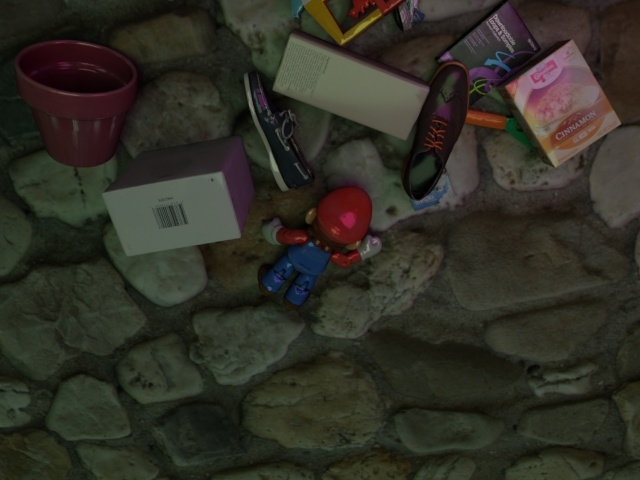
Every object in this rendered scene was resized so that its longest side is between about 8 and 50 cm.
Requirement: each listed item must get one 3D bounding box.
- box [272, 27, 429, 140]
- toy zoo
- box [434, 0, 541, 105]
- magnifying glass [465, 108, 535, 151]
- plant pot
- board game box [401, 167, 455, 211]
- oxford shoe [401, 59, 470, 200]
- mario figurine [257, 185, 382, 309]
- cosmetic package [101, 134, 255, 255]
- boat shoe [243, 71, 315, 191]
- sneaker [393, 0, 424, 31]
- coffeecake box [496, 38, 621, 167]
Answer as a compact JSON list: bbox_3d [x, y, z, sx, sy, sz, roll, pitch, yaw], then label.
[{"bbox_3d":[0.056,-0.295,1.039,0.274,0.094,0.113,20,115,-9],"label":"box"},{"bbox_3d":[0.068,-0.475,0.944,0.293,0.030,0.192,-32,93,21],"label":"toy zoo"},{"bbox_3d":[0.316,-0.352,1.040,0.162,0.029,0.116,-39,109,17],"label":"box"},{"bbox_3d":[0.392,-0.231,1.102,0.230,0.026,0.092,8,115,-5],"label":"magnifying glass"},{"bbox_3d":[-0.451,-0.247,1.033,0.201,0.201,0.180,14,131,-6],"label":"plant pot"},{"bbox_3d":[0.228,-0.117,1.163,0.090,0.020,0.090,-19,115,11],"label":"board game box"},{"bbox_3d":[0.226,-0.202,1.054,0.096,0.098,0.272,12,115,1],"label":"oxford shoe"},{"bbox_3d":[0.000,0.000,1.194,0.198,0.170,0.320,7,135,-43],"label":"mario figurine"},{"bbox_3d":[-0.261,-0.093,1.073,0.223,0.225,0.138,-9,118,6],"label":"cosmetic package"},{"bbox_3d":[-0.079,-0.214,1.081,0.079,0.095,0.255,-15,116,10],"label":"boat shoe"},{"bbox_3d":[0.153,-0.452,0.989,0.058,0.052,0.135,-21,118,-3],"label":"sneaker"},{"bbox_3d":[0.448,-0.257,1.041,0.142,0.068,0.186,-35,102,11],"label":"coffeecake box"}]
